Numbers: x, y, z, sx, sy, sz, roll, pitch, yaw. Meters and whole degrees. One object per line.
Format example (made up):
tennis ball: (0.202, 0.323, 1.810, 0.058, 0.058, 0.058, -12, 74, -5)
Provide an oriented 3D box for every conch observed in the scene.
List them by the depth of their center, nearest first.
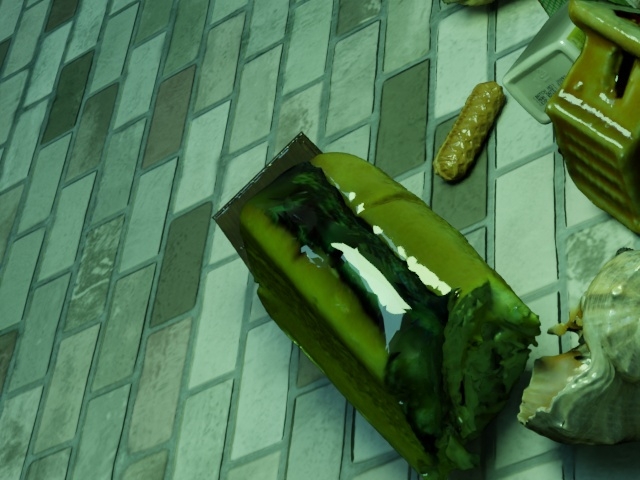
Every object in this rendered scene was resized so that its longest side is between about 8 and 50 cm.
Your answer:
conch: (0.315, 0.122, 1.611, 0.291, 0.159, 0.210, 113, -178, -78)

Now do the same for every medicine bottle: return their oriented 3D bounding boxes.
medicine bottle: (0.318, -0.242, 1.922, 0.188, 0.088, 0.132, -51, 10, -33)

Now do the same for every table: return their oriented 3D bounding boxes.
table: (0.000, 0.000, 2.063, 0.172, 0.169, 0.193, -43, 33, 4)

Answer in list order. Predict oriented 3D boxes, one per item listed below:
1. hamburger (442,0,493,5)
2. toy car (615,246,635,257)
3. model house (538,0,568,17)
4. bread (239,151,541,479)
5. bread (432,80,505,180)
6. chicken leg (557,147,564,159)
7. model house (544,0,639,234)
hamburger: (0.273, -0.452, 2.273, 0.283, 0.144, 0.259, -21, 43, 27)
toy car: (0.379, 0.041, 1.700, 0.165, 0.062, 0.071, -13, 45, 40)
model house: (0.359, -0.374, 2.056, 0.206, 0.178, 0.271, -30, 38, 12)
bread: (0.071, 0.065, 1.786, 0.208, 0.251, 0.376, -32, 50, -22)
bread: (0.197, -0.146, 2.115, 0.052, 0.044, 0.157, -4, 50, 53)
chicken leg: (0.349, -0.179, 1.981, 0.089, 0.048, 0.219, -2, 53, 43)
model house: (0.380, -0.113, 1.763, 0.268, 0.173, 0.239, 40, 122, 37)
